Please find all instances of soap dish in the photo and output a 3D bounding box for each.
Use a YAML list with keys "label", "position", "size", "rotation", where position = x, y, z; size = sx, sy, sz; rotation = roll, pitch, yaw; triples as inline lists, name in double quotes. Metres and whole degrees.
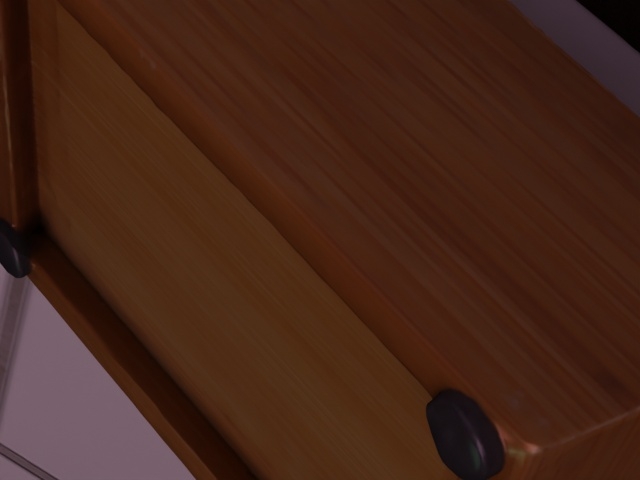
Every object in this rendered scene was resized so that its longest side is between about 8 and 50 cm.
- label: "soap dish"
  position: [0.000, 0.000, 0.466]
  size: [0.291, 0.118, 0.229]
  rotation: [46, 150, 23]

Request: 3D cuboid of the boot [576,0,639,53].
- label: "boot"
  position: [0.178, -0.014, 0.412]
  size: [0.248, 0.090, 0.207]
  rotation: [27, 146, 14]
